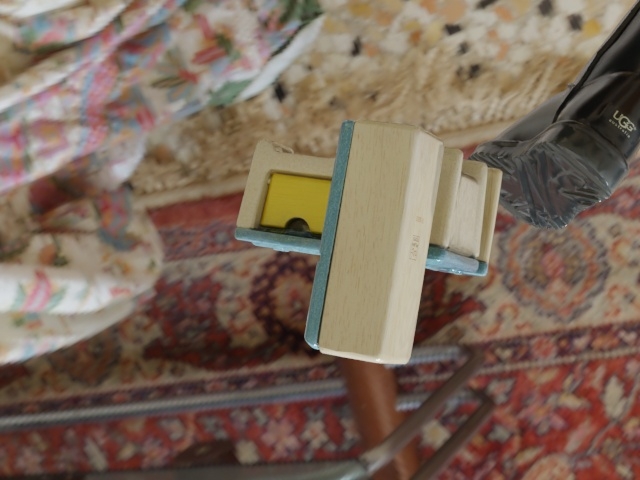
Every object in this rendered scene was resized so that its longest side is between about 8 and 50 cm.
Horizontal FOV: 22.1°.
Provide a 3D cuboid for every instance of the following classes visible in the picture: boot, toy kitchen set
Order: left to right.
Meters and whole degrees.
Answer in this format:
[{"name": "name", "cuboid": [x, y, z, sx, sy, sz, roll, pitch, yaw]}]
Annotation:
[{"name": "toy kitchen set", "cuboid": [0.000, 0.000, 0.943, 0.166, 0.207, 0.122, 8, 88, 21]}, {"name": "boot", "cuboid": [0.237, -0.117, 1.332, 0.094, 0.246, 0.207, 43, 76, -6]}]
